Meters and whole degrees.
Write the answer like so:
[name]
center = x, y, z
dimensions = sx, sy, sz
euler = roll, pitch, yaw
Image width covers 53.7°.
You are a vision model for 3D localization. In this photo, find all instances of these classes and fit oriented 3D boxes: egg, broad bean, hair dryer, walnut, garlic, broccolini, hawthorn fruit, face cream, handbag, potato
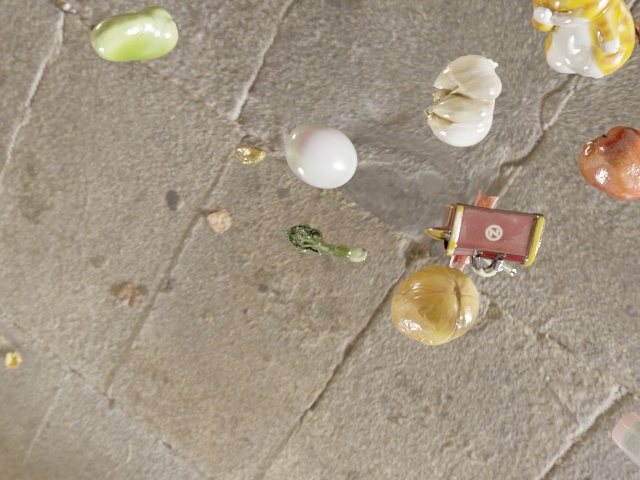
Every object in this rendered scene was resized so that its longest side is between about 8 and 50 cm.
[egg]
center = 0.001, -0.141, 1.054
dimensions = 0.103, 0.135, 0.103
euler = -25, 53, 39
[broad bean]
center = -0.182, -0.198, 0.614
dimensions = 0.063, 0.083, 0.045
euler = -22, 92, 61
[hair dryer]
center = 0.456, 0.064, 1.573
dimensions = 0.038, 0.124, 0.063
euler = -48, 122, 1
[walnut]
center = 0.266, 0.152, 1.476
dimensions = 0.193, 0.225, 0.193
euler = 3, 71, -9
[garlic]
center = 0.401, -0.373, 1.805
dimensions = 0.203, 0.281, 0.185
euler = -4, 66, -4
[broccolini]
center = -0.002, 0.006, 1.530
dimensions = 0.074, 0.392, 0.079
euler = -11, 97, -20
[hawthorn fruit]
center = 0.576, -0.147, 1.213
dimensions = 0.133, 0.133, 0.138
euler = -37, 93, 21
[face cream]
center = 0.661, 0.419, 1.269
dimensions = 0.057, 0.198, 0.084
euler = 33, 98, -4
[handbag]
center = 0.430, -0.026, 1.795
dimensions = 0.059, 0.212, 0.157
euler = 24, 146, 14
[potato]
center = -0.172, -0.205, 1.527
dimensions = 0.092, 0.045, 0.046
euler = 15, 104, 35

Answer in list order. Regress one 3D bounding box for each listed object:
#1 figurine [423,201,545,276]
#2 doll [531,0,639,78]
[figurine]
center = 0.217, -0.001, 0.865
dimensions = 0.154, 0.082, 0.098
euler = 6, 96, 2
[doll]
center = 0.478, -0.418, 1.151
dimensions = 0.167, 0.269, 0.162
euler = 25, 80, 46
